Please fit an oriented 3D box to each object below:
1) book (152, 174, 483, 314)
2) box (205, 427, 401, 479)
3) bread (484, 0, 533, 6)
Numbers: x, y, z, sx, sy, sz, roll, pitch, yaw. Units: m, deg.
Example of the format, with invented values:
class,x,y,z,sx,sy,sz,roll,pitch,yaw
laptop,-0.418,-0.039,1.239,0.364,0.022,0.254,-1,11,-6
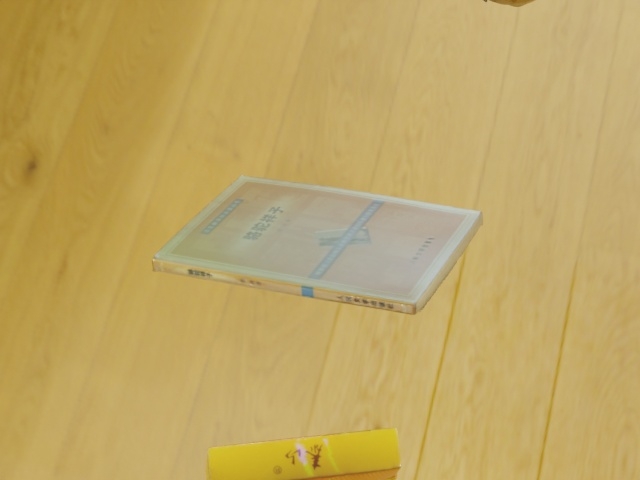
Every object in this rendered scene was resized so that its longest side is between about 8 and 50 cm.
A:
class,x,y,z,sx,sy,sz,roll,pitch,yaw
book,0.000,-0.001,1.183,0.242,0.018,0.170,9,31,23
box,-0.023,0.220,1.175,0.152,0.269,0.043,-6,69,-8
bread,0.052,-0.103,0.401,0.052,0.157,0.044,-33,78,15
